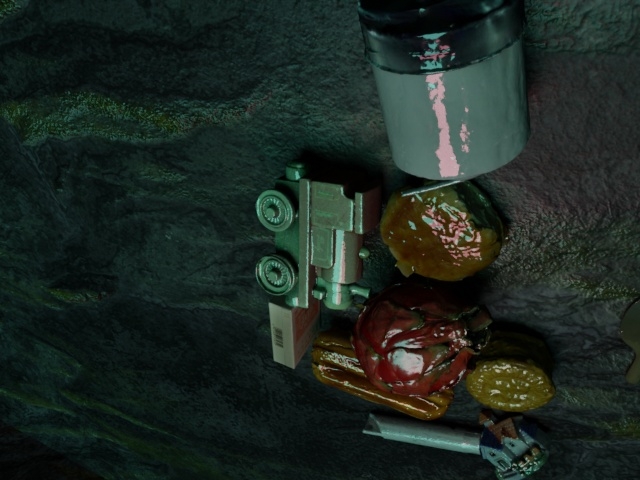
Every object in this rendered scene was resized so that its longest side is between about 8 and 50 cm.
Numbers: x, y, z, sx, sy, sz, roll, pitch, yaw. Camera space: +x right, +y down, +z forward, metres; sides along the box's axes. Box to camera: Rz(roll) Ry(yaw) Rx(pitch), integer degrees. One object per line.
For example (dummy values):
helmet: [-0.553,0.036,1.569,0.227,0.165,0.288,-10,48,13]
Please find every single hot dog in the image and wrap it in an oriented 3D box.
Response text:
hot dog: [0.141,0.297,1.466,0.348,0.117,0.158,17,138,11]

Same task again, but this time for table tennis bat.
table tennis bat: [0.615,0.185,1.179,0.131,0.022,0.234,16,132,14]

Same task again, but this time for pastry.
pastry: [0.385,0.270,1.299,0.188,0.103,0.189,9,137,8]
pastry: [0.224,-0.021,1.147,0.228,0.100,0.219,18,132,15]

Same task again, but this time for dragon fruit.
dragon fruit: [0.195,0.181,1.249,0.298,0.244,0.244,-27,112,36]

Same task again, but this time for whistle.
whistle: [0.257,0.487,1.611,0.312,0.062,0.062,1,129,27]

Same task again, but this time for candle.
candle: [0.189,-0.218,0.912,0.221,0.221,0.343,2,132,27]

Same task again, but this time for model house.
model house: [0.425,0.458,1.464,0.148,0.119,0.148,41,136,1]

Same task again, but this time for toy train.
toy train: [0.000,0.000,1.220,0.221,0.150,0.305,12,115,24]

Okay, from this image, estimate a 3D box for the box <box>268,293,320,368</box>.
box: [-0.055,0.175,1.444,0.058,0.141,0.201,18,133,21]
